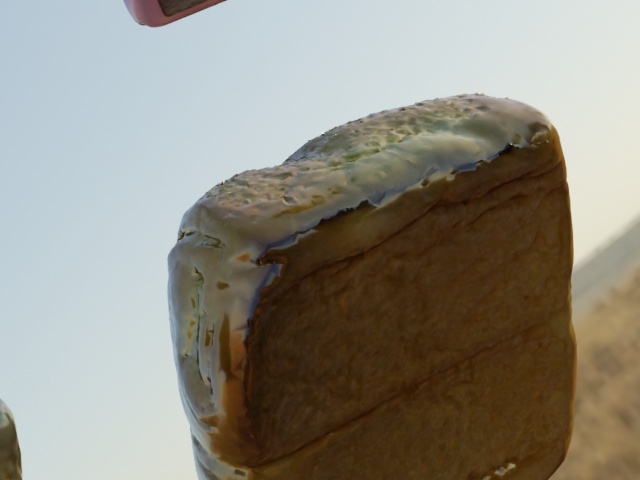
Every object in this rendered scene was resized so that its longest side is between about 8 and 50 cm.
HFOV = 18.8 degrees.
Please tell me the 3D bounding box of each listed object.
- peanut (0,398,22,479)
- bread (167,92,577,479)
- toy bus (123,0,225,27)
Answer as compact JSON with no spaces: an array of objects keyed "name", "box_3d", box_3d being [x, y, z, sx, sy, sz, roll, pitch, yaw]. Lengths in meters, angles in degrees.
[{"name":"peanut","box_3d":[-0.264,0.185,1.170,0.224,0.129,0.129,-47,-4,-12]},{"name":"bread","box_3d":[0.038,0.078,1.415,0.337,0.328,0.148,-26,32,-32]},{"name":"toy bus","box_3d":[-0.106,-0.282,1.953,0.203,0.063,0.090,-23,39,2]}]
